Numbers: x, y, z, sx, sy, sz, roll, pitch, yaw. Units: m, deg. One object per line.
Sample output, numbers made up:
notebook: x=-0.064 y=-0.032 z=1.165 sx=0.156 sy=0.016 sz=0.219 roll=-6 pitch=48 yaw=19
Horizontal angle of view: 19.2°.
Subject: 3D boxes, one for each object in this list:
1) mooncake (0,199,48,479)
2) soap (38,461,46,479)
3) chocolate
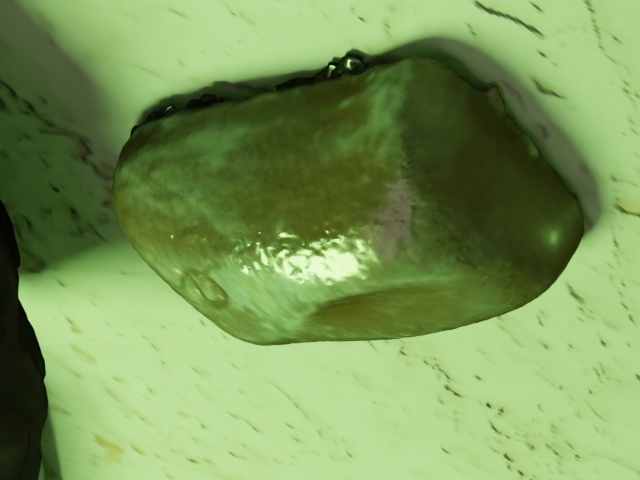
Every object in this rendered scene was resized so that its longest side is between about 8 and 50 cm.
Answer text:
mooncake: x=-0.339 y=0.068 z=1.006 sx=0.212 sy=0.381 sz=0.350 roll=50 pitch=165 yaw=54
soap: x=-0.392 y=0.225 z=1.465 sx=0.350 sy=0.213 sz=0.435 roll=23 pitch=149 yaw=8
chocolate: x=-0.001 y=0.001 z=0.933 sx=0.261 sy=0.083 sz=0.161 roll=-12 pitch=134 yaw=47
